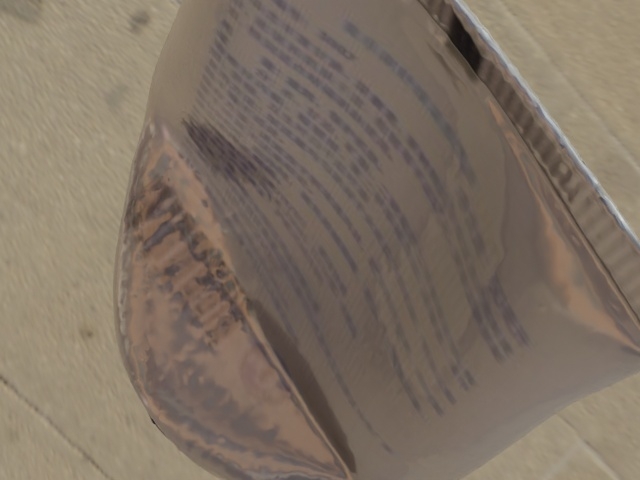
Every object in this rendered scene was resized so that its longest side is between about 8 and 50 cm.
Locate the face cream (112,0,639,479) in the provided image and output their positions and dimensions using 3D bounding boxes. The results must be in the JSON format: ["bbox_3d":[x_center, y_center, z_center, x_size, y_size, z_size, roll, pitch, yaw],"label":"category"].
[{"bbox_3d":[0.000,0.000,0.733,0.137,0.420,0.235,-32,81,-18],"label":"face cream"}]
